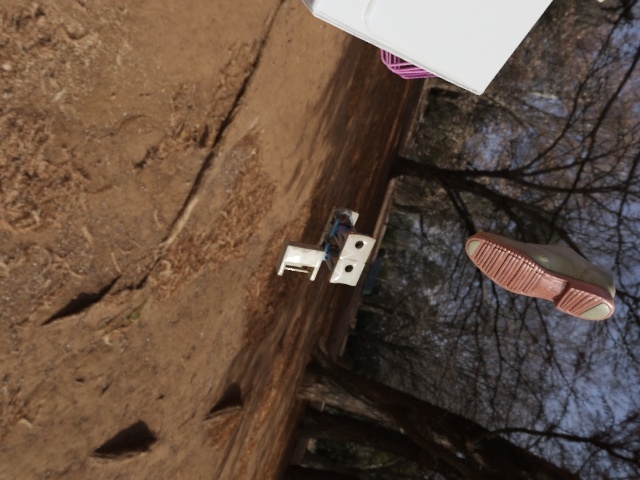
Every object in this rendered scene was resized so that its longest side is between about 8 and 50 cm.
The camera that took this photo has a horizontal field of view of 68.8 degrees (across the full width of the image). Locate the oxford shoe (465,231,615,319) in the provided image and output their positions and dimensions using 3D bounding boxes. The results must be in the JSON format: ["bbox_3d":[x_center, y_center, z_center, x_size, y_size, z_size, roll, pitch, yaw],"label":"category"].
[{"bbox_3d":[0.593,0.069,1.272,0.146,0.397,0.140,-55,168,-33],"label":"oxford shoe"}]

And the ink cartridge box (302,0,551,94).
[{"bbox_3d":[0.074,-0.304,0.416,0.198,0.197,0.270,-56,-139,31],"label":"ink cartridge box"}]

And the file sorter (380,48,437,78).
[{"bbox_3d":[0.297,-0.591,1.378,0.290,0.202,0.182,-30,119,-67],"label":"file sorter"}]

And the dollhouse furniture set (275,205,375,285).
[{"bbox_3d":[0.000,0.000,1.026,0.129,0.183,0.129,-116,-138,-55],"label":"dollhouse furniture set"}]
